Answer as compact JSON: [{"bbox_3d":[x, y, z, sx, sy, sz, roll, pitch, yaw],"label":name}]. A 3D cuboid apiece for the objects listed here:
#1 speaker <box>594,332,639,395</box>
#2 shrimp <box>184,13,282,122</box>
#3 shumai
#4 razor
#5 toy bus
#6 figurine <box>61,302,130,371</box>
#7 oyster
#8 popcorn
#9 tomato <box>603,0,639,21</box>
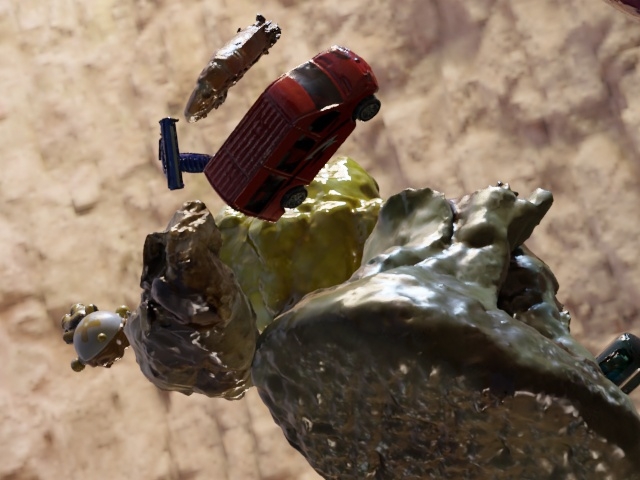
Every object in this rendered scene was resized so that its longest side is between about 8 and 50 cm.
[{"bbox_3d":[0.352,0.154,1.539,0.060,0.075,0.094,43,24,6],"label":"speaker"},{"bbox_3d":[-0.093,-0.187,1.378,0.043,0.184,0.091,37,-38,2],"label":"shrimp"},{"bbox_3d":[0.152,0.103,1.331,0.324,0.397,0.323,110,2,-49],"label":"shumai"},{"bbox_3d":[-0.171,-0.110,1.812,0.324,0.056,0.093,-4,87,-77],"label":"razor"},{"bbox_3d":[-0.028,-0.113,1.330,0.089,0.195,0.081,11,35,-54],"label":"toy bus"},{"bbox_3d":[-0.298,0.117,1.728,0.068,0.101,0.143,47,11,-33],"label":"figurine"},{"bbox_3d":[-0.136,0.078,1.343,0.107,0.161,0.233,-85,179,-57],"label":"oyster"},{"bbox_3d":[-0.009,-0.004,2.075,0.293,0.292,0.334,20,22,-41],"label":"popcorn"},{"bbox_3d":[0.287,-0.265,0.983,0.289,0.335,0.176,26,69,-39],"label":"tomato"}]
